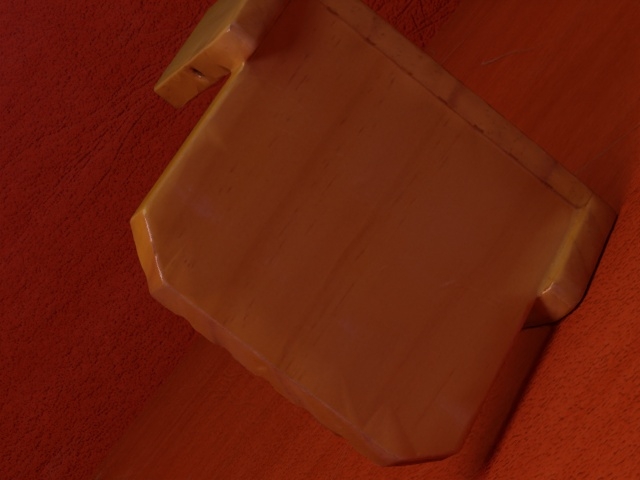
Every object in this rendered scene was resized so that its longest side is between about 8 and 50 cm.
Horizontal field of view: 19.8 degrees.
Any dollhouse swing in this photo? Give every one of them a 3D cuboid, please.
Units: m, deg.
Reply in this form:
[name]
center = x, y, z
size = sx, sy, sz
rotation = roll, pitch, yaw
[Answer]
[dollhouse swing]
center = 0.000, 0.000, 1.472
size = 0.305, 0.347, 0.315
rotation = -56, 12, -17
